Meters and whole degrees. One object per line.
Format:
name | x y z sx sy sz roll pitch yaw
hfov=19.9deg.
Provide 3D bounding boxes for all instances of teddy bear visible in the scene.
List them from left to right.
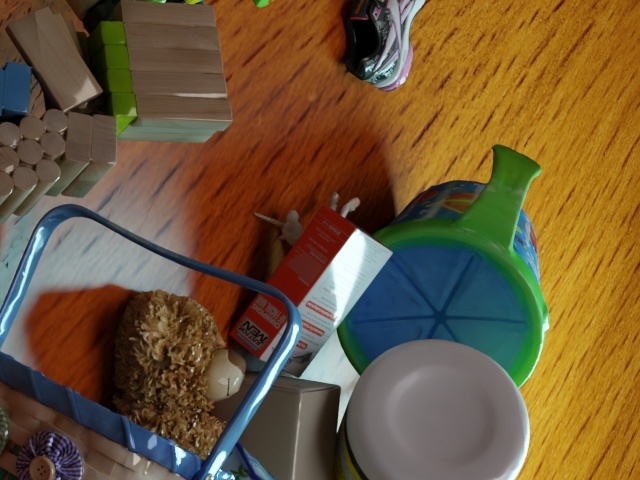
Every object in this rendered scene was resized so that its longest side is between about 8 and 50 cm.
teddy bear | -0.142 0.220 1.704 0.245 0.113 0.338 44 59 -58

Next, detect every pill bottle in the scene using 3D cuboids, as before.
pill bottle | 0.097 0.257 1.958 0.334 0.188 0.188 107 9 -58

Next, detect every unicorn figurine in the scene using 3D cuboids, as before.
unicorn figurine | 0.000 0.000 1.952 0.111 0.060 0.162 -56 141 -39

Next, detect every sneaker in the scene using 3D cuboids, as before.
sneaker | 0.067 -0.257 2.007 0.077 0.072 0.178 7 85 -50

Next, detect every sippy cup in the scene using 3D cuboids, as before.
sippy cup | 0.151 0.045 2.072 0.240 0.305 0.224 58 24 -15

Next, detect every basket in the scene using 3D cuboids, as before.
basket | -0.176 0.134 1.478 0.289 0.255 0.201 -63 153 -13

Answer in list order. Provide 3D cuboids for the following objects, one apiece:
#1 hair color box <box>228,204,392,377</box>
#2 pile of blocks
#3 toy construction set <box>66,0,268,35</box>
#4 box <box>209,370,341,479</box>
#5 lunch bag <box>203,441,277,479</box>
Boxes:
hair color box | -0.009 0.054 1.889 0.167 0.053 0.093 -54 148 2
pile of blocks | -0.238 -0.086 1.461 0.362 0.112 0.149 -28 86 -31
toy construction set | -0.114 -0.277 1.550 0.328 0.215 0.151 3 54 -51
box | -0.057 0.277 1.867 0.094 0.113 0.275 1 96 -61
lunch bag | -0.098 0.262 1.613 0.151 0.096 0.129 -38 151 -2
